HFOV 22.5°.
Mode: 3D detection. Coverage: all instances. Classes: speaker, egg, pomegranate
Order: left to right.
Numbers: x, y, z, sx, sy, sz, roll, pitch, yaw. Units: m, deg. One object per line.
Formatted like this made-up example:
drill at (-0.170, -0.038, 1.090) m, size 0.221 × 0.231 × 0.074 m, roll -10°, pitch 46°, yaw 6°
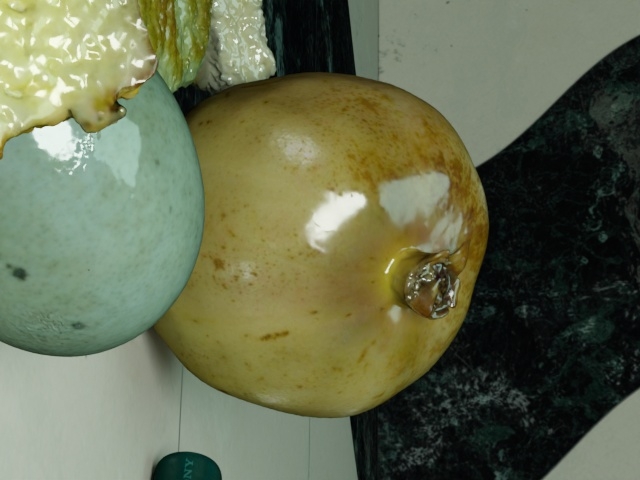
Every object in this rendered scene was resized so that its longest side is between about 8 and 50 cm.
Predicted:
egg at (-0.152, -0.033, 0.893) m, size 0.236 × 0.169 × 0.169 m, roll 80°, pitch 12°, yaw -48°
speaker at (-0.123, 0.231, 1.382) m, size 0.094 × 0.060 × 0.075 m, roll -52°, pitch -156°, yaw 44°
pomegranate at (0.000, 0.000, 1.361) m, size 0.319 × 0.319 × 0.319 m, roll -3°, pitch 90°, yaw -81°

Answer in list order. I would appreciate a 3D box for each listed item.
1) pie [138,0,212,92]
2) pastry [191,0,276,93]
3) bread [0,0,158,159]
pie at (-0.157, -0.256, 1.226) m, size 0.296 × 0.078 × 0.371 m, roll -84°, pitch 166°, yaw -45°
pastry at (-0.098, -0.253, 1.444) m, size 0.089 × 0.121 × 0.258 m, roll -29°, pitch 124°, yaw -42°
bread at (-0.172, -0.142, 0.735) m, size 0.139 × 0.143 × 0.229 m, roll -18°, pitch -89°, yaw 67°
